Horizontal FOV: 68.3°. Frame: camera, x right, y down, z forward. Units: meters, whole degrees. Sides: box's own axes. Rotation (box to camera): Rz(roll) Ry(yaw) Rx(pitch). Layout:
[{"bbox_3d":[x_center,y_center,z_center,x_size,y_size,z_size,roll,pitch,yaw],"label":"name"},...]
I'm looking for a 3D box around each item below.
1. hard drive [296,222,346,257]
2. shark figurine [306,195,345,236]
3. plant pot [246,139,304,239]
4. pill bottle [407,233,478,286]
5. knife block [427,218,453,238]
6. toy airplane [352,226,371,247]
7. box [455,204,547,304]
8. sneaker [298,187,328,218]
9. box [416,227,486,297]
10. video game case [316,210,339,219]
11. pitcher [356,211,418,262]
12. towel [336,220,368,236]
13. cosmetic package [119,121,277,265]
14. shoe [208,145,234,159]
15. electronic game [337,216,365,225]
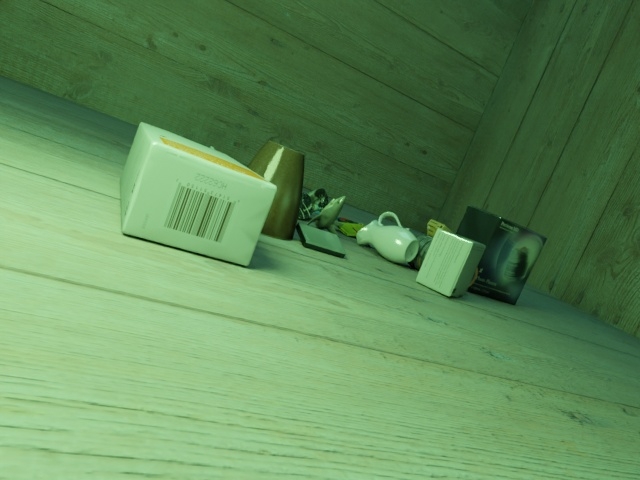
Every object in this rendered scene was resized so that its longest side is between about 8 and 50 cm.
[{"bbox_3d":[0.000,0.000,1.336,0.135,0.022,0.094,17,29,-29],"label":"hard drive"},{"bbox_3d":[0.034,-0.060,1.745,0.116,0.166,0.278,48,-8,3],"label":"shark figurine"},{"bbox_3d":[-0.135,-0.148,1.299,0.215,0.231,0.215,21,9,-4],"label":"plant pot"},{"bbox_3d":[0.429,0.078,1.663,0.130,0.131,0.245,14,12,-42],"label":"pill bottle"},{"bbox_3d":[0.569,0.027,2.005,0.241,0.276,0.088,-16,26,-25],"label":"knife block"},{"bbox_3d":[0.174,-0.007,1.854,0.151,0.028,0.151,38,12,-10],"label":"toy airplane"},{"bbox_3d":[0.656,0.058,1.805,0.296,0.294,0.182,16,10,-31],"label":"box"},{"bbox_3d":[-0.085,-0.134,1.874,0.122,0.110,0.283,-13,1,35],"label":"sneaker"},{"bbox_3d":[0.410,0.071,1.475,0.119,0.182,0.180,26,9,30],"label":"box"},{"bbox_3d":[0.009,-0.137,2.331,0.119,0.015,0.166,28,10,30],"label":"video game case"},{"bbox_3d":[0.260,-0.017,1.695,0.207,0.178,0.126,27,-22,41],"label":"pitcher"},{"bbox_3d":[0.169,-0.043,1.977,0.237,0.021,0.102,4,28,-42],"label":"towel"},{"bbox_3d":[-0.278,-0.117,0.985,0.229,0.162,0.453,18,9,-28],"label":"cosmetic package"},{"bbox_3d":[-0.352,-0.277,1.642,0.081,0.064,0.178,22,9,-26],"label":"shoe"},{"bbox_3d":[0.184,-0.054,2.145,0.229,0.048,0.229,22,9,-4],"label":"electronic game"}]
